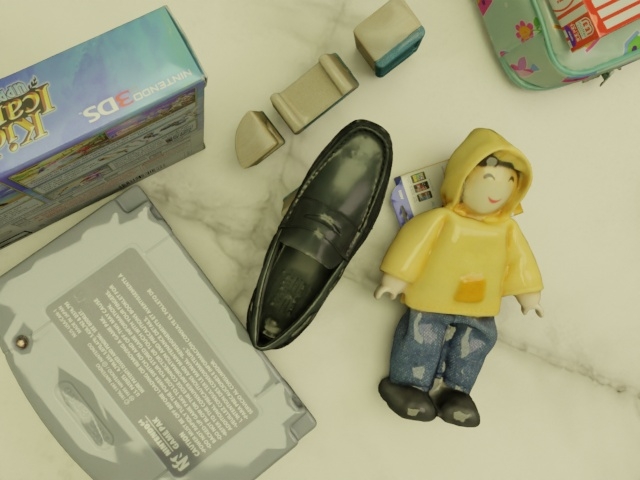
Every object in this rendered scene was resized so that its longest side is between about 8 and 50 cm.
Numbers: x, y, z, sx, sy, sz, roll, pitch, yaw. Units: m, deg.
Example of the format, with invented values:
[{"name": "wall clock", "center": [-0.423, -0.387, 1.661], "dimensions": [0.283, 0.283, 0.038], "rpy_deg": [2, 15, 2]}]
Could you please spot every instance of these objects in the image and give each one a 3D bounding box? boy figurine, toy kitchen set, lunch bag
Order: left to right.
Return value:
[{"name": "toy kitchen set", "center": [0.041, -0.102, 0.648], "dimensions": [0.207, 0.122, 0.166], "rpy_deg": [-36, 96, 10]}, {"name": "boy figurine", "center": [0.147, 0.034, 0.639], "dimensions": [0.177, 0.092, 0.285], "rpy_deg": [13, 98, -11]}, {"name": "lunch bag", "center": [0.275, -0.305, 0.686], "dimensions": [0.224, 0.108, 0.279], "rpy_deg": [-22, 93, -12]}]

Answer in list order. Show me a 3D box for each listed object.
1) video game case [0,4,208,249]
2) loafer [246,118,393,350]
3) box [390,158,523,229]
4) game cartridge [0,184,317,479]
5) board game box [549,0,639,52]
[{"name": "video game case", "center": [-0.222, -0.061, 0.511], "dimensions": [0.269, 0.244, 0.061], "rpy_deg": [-29, 93, -11]}, {"name": "loafer", "center": [0.000, 0.000, 0.567], "dimensions": [0.076, 0.078, 0.223], "rpy_deg": [28, 102, -1]}, {"name": "box", "center": [0.141, -0.046, 0.692], "dimensions": [0.136, 0.028, 0.081], "rpy_deg": [-18, 92, -9]}, {"name": "game cartridge", "center": [-0.165, 0.120, 0.615], "dimensions": [0.196, 0.060, 0.294], "rpy_deg": [-37, 95, -13]}, {"name": "board game box", "center": [0.293, -0.285, 0.609], "dimensions": [0.193, 0.045, 0.146], "rpy_deg": [-29, 94, -12]}]
